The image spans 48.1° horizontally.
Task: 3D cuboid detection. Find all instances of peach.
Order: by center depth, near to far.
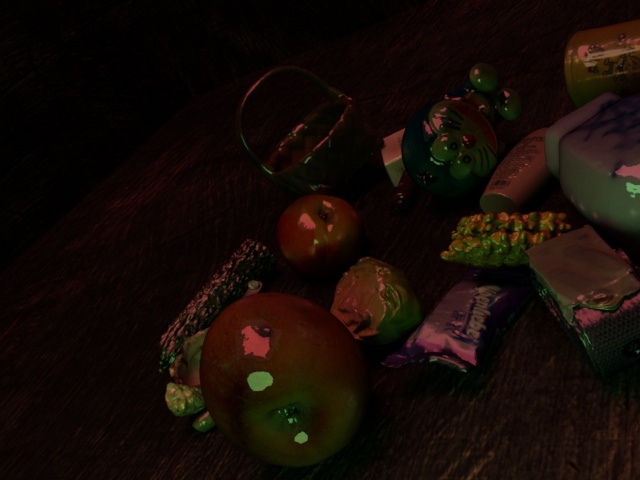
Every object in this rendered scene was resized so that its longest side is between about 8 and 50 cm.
[{"bbox_3d":[0.000,0.000,1.507,0.190,0.192,0.190,0,55,-1],"label":"peach"}]

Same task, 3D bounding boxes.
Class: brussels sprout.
[{"bbox_3d":[0.099,0.112,1.183,0.149,0.122,0.152,-41,36,32],"label":"brussels sprout"}]

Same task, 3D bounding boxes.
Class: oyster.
[{"bbox_3d":[-0.160,0.218,1.324,0.294,0.094,0.166,-24,30,-21],"label":"oyster"}]

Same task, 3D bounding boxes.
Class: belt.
[{"bbox_3d":[0.365,0.072,0.931,0.126,0.140,0.230,-28,22,9],"label":"belt"}]

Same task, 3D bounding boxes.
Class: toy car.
[{"bbox_3d":[-0.149,0.143,1.466,0.055,0.069,0.142,21,43,10],"label":"toy car"}]

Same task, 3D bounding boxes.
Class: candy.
[{"bbox_3d":[0.220,0.119,1.088,0.145,0.070,0.275,5,32,41],"label":"candy"}]

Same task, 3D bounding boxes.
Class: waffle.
[{"bbox_3d":[0.301,0.000,1.112,0.197,0.070,0.193,5,-12,-24],"label":"waffle"}]

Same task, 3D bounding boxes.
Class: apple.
[{"bbox_3d":[-0.050,0.199,1.021,0.253,0.254,0.254,-25,25,12],"label":"apple"}]

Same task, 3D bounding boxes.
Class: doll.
[{"bbox_3d":[0.286,-0.212,1.488,0.322,0.198,0.186,-46,6,-36],"label":"doll"}]

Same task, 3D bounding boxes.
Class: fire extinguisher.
[{"bbox_3d":[0.185,-0.105,1.591,0.078,0.045,0.157,-47,11,40],"label":"fire extinguisher"}]

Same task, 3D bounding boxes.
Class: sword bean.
[{"bbox_3d":[-0.113,0.243,1.262,0.269,0.038,0.043,-39,28,-15],"label":"sword bean"}]

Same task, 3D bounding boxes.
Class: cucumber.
[{"bbox_3d":[-0.230,0.144,1.526,0.096,0.096,0.359,0,41,48],"label":"cucumber"}]

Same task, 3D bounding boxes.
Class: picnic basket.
[{"bbox_3d":[-0.055,-0.276,1.773,0.293,0.337,0.337,-49,28,-12],"label":"picnic basket"}]

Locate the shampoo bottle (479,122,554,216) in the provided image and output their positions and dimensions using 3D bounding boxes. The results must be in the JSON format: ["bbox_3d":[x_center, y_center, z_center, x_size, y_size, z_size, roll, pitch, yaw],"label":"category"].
[{"bbox_3d":[0.397,-0.141,1.371,0.127,0.078,0.257,-6,36,52],"label":"shampoo bottle"}]

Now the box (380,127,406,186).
[{"bbox_3d":[0.272,-0.236,1.703,0.256,0.069,0.164,-24,25,12],"label":"box"}]

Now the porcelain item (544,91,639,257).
[{"bbox_3d":[0.496,-0.096,1.061,0.242,0.179,0.405,-31,23,3],"label":"porcelain item"}]

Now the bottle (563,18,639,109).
[{"bbox_3d":[0.659,-0.345,1.364,0.351,0.172,0.171,1,39,47],"label":"bottle"}]
